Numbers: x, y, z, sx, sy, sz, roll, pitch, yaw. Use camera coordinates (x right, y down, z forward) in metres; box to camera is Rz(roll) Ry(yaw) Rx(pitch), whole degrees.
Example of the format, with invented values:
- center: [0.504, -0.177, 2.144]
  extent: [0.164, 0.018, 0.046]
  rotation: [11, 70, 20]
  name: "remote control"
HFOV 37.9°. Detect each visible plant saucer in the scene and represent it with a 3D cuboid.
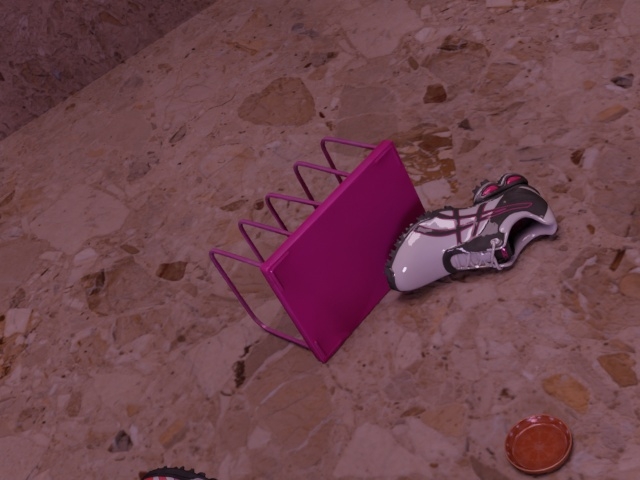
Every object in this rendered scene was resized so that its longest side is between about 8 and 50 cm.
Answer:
- center: [0.267, 0.250, 1.138]
  extent: [0.083, 0.013, 0.084]
  rotation: [-19, 36, 15]
  name: "plant saucer"

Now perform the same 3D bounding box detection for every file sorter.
- center: [0.000, 0.000, 1.469]
  extent: [0.182, 0.202, 0.291]
  rotation: [17, 55, 47]
  name: "file sorter"

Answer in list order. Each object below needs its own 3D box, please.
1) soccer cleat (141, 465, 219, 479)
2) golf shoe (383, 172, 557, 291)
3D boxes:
- center: [-0.132, 0.375, 1.184]
  extent: [0.318, 0.109, 0.116]
  rotation: [7, 52, 36]
  name: "soccer cleat"
- center: [0.223, 0.001, 1.403]
  extent: [0.272, 0.105, 0.120]
  rotation: [-33, 43, -5]
  name: "golf shoe"
